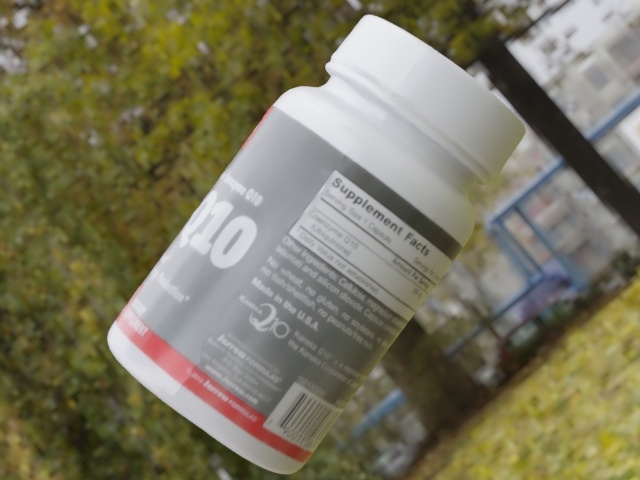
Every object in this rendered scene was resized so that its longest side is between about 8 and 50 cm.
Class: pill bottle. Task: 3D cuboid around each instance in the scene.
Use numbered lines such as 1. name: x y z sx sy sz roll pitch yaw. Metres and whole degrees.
1. pill bottle: 0.000 0.000 1.172 0.283 0.161 0.161 -54 -10 0
